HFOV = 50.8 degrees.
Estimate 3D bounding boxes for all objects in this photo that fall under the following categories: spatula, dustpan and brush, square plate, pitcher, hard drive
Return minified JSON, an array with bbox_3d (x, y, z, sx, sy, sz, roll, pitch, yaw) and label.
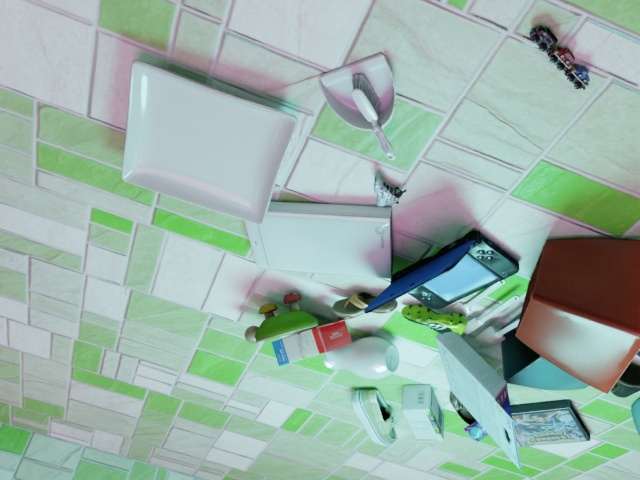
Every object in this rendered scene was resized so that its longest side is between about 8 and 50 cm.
[{"bbox_3d":[0.456,0.196,1.788,0.168,0.019,0.242,40,136,-3],"label":"spatula"},{"bbox_3d":[0.101,-0.247,1.324,0.147,0.060,0.211,-13,135,28],"label":"dustpan and brush"},{"bbox_3d":[-0.249,-0.204,1.460,0.344,0.049,0.347,18,138,-6],"label":"square plate"},{"bbox_3d":[0.140,0.356,2.023,0.207,0.125,0.178,-6,160,37],"label":"pitcher"},{"bbox_3d":[0.000,0.000,1.664,0.353,0.047,0.233,3,140,10],"label":"hard drive"}]

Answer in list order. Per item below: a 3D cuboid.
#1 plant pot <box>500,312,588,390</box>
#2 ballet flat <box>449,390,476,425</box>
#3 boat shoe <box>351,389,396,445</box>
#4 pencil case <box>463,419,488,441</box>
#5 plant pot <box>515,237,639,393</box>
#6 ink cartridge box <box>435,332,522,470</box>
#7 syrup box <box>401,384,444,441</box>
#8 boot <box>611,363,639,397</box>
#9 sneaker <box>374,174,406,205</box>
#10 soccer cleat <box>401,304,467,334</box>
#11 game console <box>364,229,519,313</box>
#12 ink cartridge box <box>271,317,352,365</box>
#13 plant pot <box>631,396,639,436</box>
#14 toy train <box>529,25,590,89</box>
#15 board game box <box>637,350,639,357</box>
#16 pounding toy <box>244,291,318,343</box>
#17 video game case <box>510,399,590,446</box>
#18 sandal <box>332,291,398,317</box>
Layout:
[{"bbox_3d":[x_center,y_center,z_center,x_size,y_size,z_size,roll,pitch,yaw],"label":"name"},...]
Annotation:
[{"bbox_3d":[0.628,0.302,1.789,0.235,0.165,0.165,17,141,-12],"label":"plant pot"},{"bbox_3d":[0.489,0.575,2.236,0.084,0.058,0.250,-12,136,27],"label":"ballet flat"},{"bbox_3d":[0.205,0.617,2.323,0.094,0.109,0.302,-13,132,25],"label":"boat shoe"},{"bbox_3d":[0.541,0.585,2.185,0.070,0.064,0.151,31,113,-20],"label":"pencil case"},{"bbox_3d":[0.597,0.143,1.545,0.236,0.267,0.267,18,143,14],"label":"plant pot"},{"bbox_3d":[0.468,0.445,1.903,0.071,0.330,0.324,-34,137,-10],"label":"ink cartridge box"},{"bbox_3d":[0.345,0.578,2.248,0.096,0.093,0.236,-7,138,21],"label":"syrup box"},{"bbox_3d":[0.850,0.404,1.930,0.198,0.076,0.137,22,145,-11],"label":"boot"},{"bbox_3d":[0.156,-0.113,1.497,0.069,0.038,0.098,-1,149,12],"label":"sneaker"},{"bbox_3d":[0.307,0.221,1.836,0.179,0.060,0.072,11,139,11],"label":"soccer cleat"},{"bbox_3d":[0.295,0.117,1.633,0.250,0.173,0.293,33,137,-24],"label":"game console"},{"bbox_3d":[-0.009,0.290,1.946,0.231,0.077,0.134,-23,171,36],"label":"ink cartridge box"},{"bbox_3d":[1.087,0.585,1.991,0.291,0.195,0.290,7,141,6],"label":"plant pot"},{"bbox_3d":[0.425,-0.321,1.183,0.158,0.027,0.036,35,125,-26],"label":"toy train"},{"bbox_3d":[0.915,0.266,1.761,0.141,0.048,0.170,36,136,-25],"label":"board game box"},{"bbox_3d":[-0.116,0.216,1.911,0.183,0.110,0.237,-12,172,-26],"label":"pounding toy"},{"bbox_3d":[0.724,0.614,2.243,0.275,0.035,0.248,-15,134,29],"label":"video game case"},{"bbox_3d":[0.118,0.167,1.826,0.180,0.072,0.049,-5,123,18],"label":"sandal"}]
